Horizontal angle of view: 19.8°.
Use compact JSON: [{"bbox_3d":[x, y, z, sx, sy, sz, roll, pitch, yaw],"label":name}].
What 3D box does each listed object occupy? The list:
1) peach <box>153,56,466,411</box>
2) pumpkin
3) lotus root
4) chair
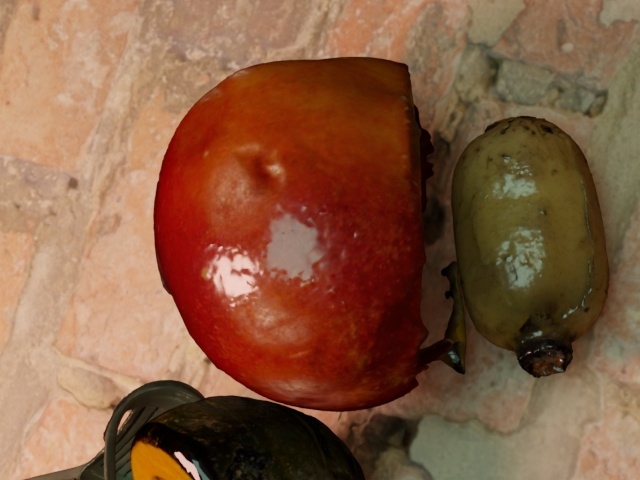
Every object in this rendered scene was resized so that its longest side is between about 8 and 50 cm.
[{"bbox_3d":[-0.017,-0.010,1.939,0.310,0.335,0.406,-8,57,6],"label":"peach"},{"bbox_3d":[-0.048,0.299,1.923,0.232,0.325,0.242,-25,40,-24],"label":"pumpkin"},{"bbox_3d":[0.224,0.007,1.951,0.160,0.146,0.284,-19,65,31],"label":"lotus root"},{"bbox_3d":[-0.240,0.299,2.047,0.274,0.203,0.191,-28,56,20],"label":"chair"}]
